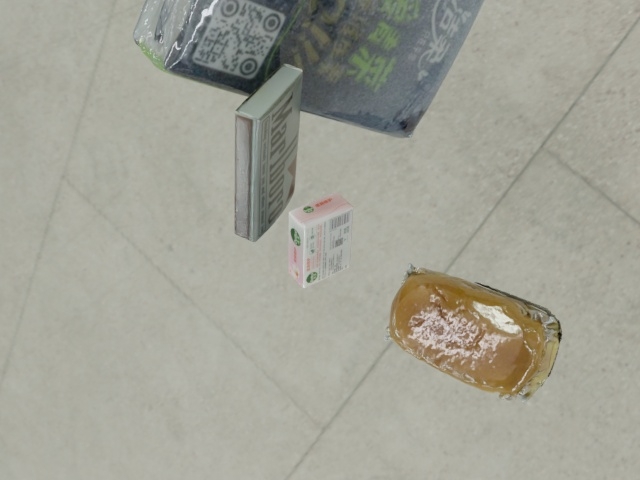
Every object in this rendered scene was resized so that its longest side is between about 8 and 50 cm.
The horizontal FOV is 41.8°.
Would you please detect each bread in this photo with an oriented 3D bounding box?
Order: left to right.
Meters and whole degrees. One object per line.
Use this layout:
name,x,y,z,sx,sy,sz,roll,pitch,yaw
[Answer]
bread,0.216,0.131,1.214,0.241,0.107,0.136,22,100,32

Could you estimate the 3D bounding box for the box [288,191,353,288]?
box,0.000,0.000,1.232,0.043,0.089,0.125,45,146,37

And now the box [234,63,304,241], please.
box,-0.059,-0.098,0.957,0.035,0.115,0.178,20,136,14

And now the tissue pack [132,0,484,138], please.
tissue pack,0.013,-0.293,0.999,0.124,0.394,0.288,48,119,41
